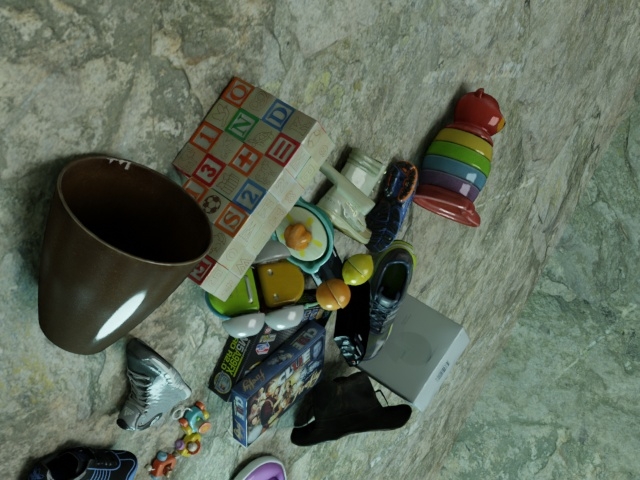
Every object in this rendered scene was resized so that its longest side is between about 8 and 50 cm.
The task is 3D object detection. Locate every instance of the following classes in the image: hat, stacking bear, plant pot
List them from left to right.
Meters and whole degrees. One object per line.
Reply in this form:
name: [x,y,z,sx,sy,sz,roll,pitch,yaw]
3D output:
plant pot: [-0.292,0.040,1.223,0.215,0.215,0.230,-15,144,-54]
hat: [0.064,0.387,2.155,0.331,0.332,0.133,-9,88,-56]
stacking bear: [0.328,-0.202,2.041,0.288,0.164,0.175,-68,159,-6]

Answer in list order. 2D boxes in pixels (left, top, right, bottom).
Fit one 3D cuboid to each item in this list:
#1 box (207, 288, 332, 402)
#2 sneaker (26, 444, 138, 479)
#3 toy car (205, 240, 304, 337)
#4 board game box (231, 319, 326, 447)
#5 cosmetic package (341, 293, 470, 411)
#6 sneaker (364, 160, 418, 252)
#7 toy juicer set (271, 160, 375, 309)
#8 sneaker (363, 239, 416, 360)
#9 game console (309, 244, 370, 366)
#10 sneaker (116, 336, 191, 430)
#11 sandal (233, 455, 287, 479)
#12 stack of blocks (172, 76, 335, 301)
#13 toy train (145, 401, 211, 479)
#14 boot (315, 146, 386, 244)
box: [-0.094,0.212,1.853,0.270,0.060,0.216,1,116,-60]
sneaker: [-0.390,0.385,1.509,0.232,0.081,0.090,-9,132,-55]
toy car: [-0.126,0.091,1.608,0.182,0.159,0.136,-9,172,-32]
board game box: [-0.084,0.293,1.840,0.243,0.042,0.165,-39,147,-35]
cosmetic package: [0.216,0.268,2.249,0.224,0.225,0.138,-55,155,-8]
sneaker: [0.164,-0.070,1.984,0.221,0.083,0.087,-63,161,15]
toy juicer set: [0.000,0.000,1.634,0.089,0.209,0.328,-40,149,-49]
sneaker: [0.137,0.146,2.089,0.121,0.111,0.299,-64,172,-79]
game console: [0.037,0.089,1.887,0.361,0.044,0.213,64,26,-44]
sneaker: [-0.304,0.262,1.529,0.132,0.086,0.228,-48,152,-16]
sandal: [-0.116,0.651,2.214,0.169,0.102,0.416,-49,151,-19]
stack of blocks: [-0.137,-0.080,1.364,0.297,0.171,0.087,-55,153,-5]
toy train: [-0.270,0.398,1.762,0.125,0.046,0.166,-5,122,-58]
boot: [0.080,-0.089,1.826,0.165,0.077,0.213,-60,150,-2]
